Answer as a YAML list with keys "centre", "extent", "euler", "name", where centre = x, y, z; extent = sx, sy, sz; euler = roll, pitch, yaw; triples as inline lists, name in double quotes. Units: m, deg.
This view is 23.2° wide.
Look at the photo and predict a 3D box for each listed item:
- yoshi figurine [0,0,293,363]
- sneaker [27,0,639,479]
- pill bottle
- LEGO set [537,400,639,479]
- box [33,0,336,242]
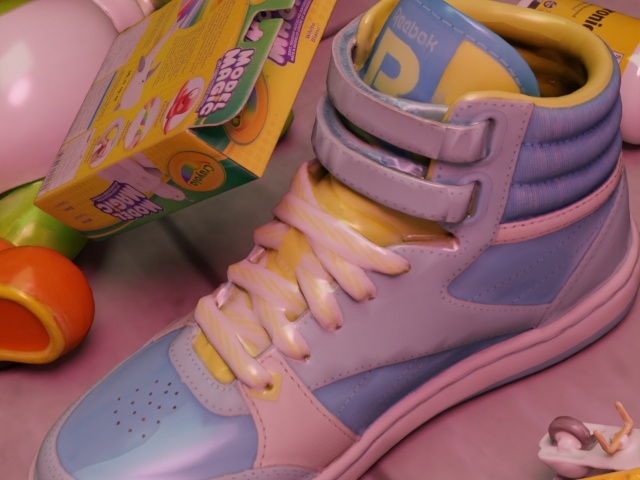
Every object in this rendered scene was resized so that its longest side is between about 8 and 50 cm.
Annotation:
- centre: [-0.111, -0.114, 0.840]
  extent: [0.203, 0.203, 0.362]
  euler: [20, 48, 7]
  name: "yoshi figurine"
- centre: [0.000, 0.000, 0.674]
  extent: [0.319, 0.208, 0.127]
  euler: [-30, 50, -18]
  name: "sneaker"
- centre: [0.157, -0.089, 0.836]
  extent: [0.116, 0.065, 0.065]
  euler: [25, 54, 30]
  name: "pill bottle"
- centre: [0.067, 0.191, 0.574]
  extent: [0.287, 0.107, 0.132]
  euler: [-43, 18, -23]
  name: "LEGO set"
- centre: [-0.056, -0.066, 0.685]
  extent: [0.179, 0.043, 0.105]
  euler: [-19, 44, 57]
  name: "box"
